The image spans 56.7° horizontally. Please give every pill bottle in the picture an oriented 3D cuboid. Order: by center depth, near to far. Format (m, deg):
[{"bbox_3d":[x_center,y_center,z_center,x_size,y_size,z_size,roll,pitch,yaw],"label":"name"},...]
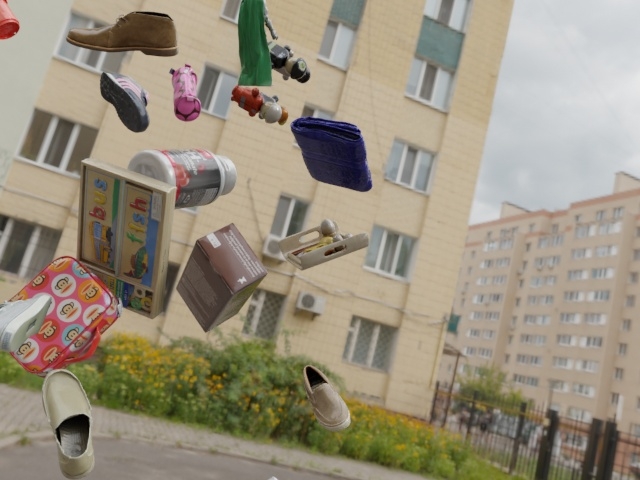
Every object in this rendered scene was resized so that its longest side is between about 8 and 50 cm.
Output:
[{"bbox_3d":[-0.399,-0.185,1.762,0.176,0.176,0.318,8,12,30],"label":"pill bottle"}]

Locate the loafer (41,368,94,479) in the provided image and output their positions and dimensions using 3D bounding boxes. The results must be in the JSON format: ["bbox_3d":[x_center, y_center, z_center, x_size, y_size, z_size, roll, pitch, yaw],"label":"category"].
[{"bbox_3d":[-0.580,0.412,1.380,0.102,0.268,0.092,-10,-31,-34],"label":"loafer"}]

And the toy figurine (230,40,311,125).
[{"bbox_3d":[-0.123,-0.425,1.626,0.148,0.213,0.209,30,10,5],"label":"toy figurine"}]

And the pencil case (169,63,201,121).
[{"bbox_3d":[-0.417,-0.459,1.836,0.095,0.209,0.098,14,-54,-30],"label":"pencil case"}]

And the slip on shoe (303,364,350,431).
[{"bbox_3d":[0.006,0.249,0.946,0.135,0.051,0.041,-126,-165,-60],"label":"slip on shoe"}]

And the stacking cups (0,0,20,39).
[{"bbox_3d":[-0.772,-0.577,1.291,0.316,0.096,0.096,57,-15,0],"label":"stacking cups"}]

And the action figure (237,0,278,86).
[{"bbox_3d":[-0.147,-0.475,1.366,0.063,0.232,0.137,-16,23,-43],"label":"action figure"}]

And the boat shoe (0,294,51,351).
[{"bbox_3d":[-0.578,0.144,1.122,0.081,0.079,0.227,20,5,-10],"label":"boat shoe"}]

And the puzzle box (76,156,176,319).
[{"bbox_3d":[-0.551,-0.002,1.650,0.272,0.408,0.052,19,26,13],"label":"puzzle box"}]

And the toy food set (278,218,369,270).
[{"bbox_3d":[0.000,0.000,1.893,0.220,0.092,0.306,-20,12,-13],"label":"toy food set"}]

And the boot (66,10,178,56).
[{"bbox_3d":[-0.560,-0.594,1.674,0.305,0.112,0.115,-1,-52,-11],"label":"boot"}]

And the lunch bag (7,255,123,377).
[{"bbox_3d":[-0.692,0.214,1.586,0.258,0.293,0.120,41,-17,14],"label":"lunch bag"}]

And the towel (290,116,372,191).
[{"bbox_3d":[0.047,-0.268,1.833,0.228,0.076,0.308,17,-20,18],"label":"towel"}]

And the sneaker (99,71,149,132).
[{"bbox_3d":[-0.596,-0.451,1.908,0.131,0.112,0.319,-7,44,-40],"label":"sneaker"}]

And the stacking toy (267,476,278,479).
[{"bbox_3d":[-0.129,0.685,1.437,0.167,0.221,0.052,45,8,-27],"label":"stacking toy"}]

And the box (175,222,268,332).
[{"bbox_3d":[-0.315,0.124,1.825,0.191,0.143,0.381,55,-31,8],"label":"box"}]
